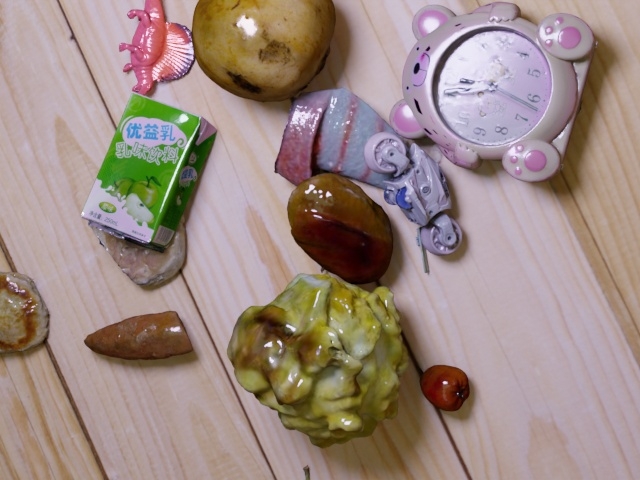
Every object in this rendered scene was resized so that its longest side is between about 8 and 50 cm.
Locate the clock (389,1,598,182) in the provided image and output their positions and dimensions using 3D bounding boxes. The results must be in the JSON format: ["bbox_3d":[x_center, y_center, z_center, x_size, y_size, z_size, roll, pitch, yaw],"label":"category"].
[{"bbox_3d":[0.285,-0.258,1.500,0.309,0.114,0.284,16,101,17],"label":"clock"}]

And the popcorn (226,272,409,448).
[{"bbox_3d":[0.012,0.213,1.540,0.312,0.312,0.312,2,95,18],"label":"popcorn"}]

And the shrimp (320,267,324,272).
[{"bbox_3d":[0.000,0.000,1.663,0.083,0.023,0.114,17,94,19],"label":"shrimp"}]

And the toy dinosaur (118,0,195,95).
[{"bbox_3d":[-0.299,-0.409,1.713,0.139,0.070,0.286,17,97,6],"label":"toy dinosaur"}]

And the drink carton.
[{"bbox_3d":[-0.327,-0.128,1.688,0.161,0.108,0.271,21,86,13],"label":"drink carton"}]

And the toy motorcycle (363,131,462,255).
[{"bbox_3d":[0.172,-0.087,1.540,0.112,0.112,0.254,-31,108,18],"label":"toy motorcycle"}]

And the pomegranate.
[{"bbox_3d":[-0.096,-0.362,1.537,0.260,0.260,0.260,2,95,18],"label":"pomegranate"}]

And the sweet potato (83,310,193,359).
[{"bbox_3d":[-0.359,0.194,1.770,0.252,0.097,0.097,-7,92,24],"label":"sweet potato"}]

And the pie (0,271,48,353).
[{"bbox_3d":[-0.673,0.154,1.866,0.205,0.084,0.179,-7,93,16],"label":"pie"}]

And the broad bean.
[{"bbox_3d":[0.037,-0.021,1.574,0.156,0.122,0.228,-36,110,24],"label":"broad bean"}]

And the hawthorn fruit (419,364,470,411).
[{"bbox_3d":[0.217,0.259,1.591,0.093,0.081,0.081,17,101,46],"label":"hawthorn fruit"}]

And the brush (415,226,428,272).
[{"bbox_3d":[0.183,0.017,1.607,0.013,0.016,0.083,-9,91,31],"label":"brush"}]

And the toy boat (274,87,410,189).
[{"bbox_3d":[0.071,-0.154,1.594,0.282,0.096,0.206,21,109,7],"label":"toy boat"}]

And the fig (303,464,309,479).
[{"bbox_3d":[-0.052,0.522,1.692,0.093,0.093,0.166,31,102,13],"label":"fig"}]

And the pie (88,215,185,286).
[{"bbox_3d":[-0.353,-0.021,1.762,0.185,0.052,0.218,-42,80,18],"label":"pie"}]
